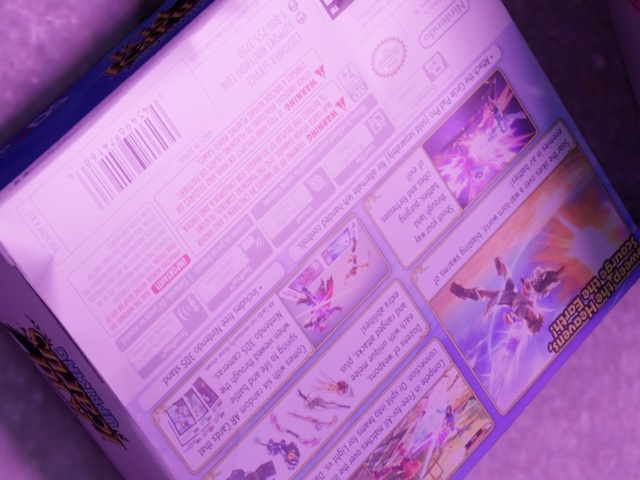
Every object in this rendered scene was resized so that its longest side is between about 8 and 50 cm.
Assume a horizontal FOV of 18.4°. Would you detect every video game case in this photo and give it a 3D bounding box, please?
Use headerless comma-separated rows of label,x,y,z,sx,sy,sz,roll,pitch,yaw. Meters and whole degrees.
video game case,0.000,0.000,0.874,0.269,0.061,0.244,-45,113,-26

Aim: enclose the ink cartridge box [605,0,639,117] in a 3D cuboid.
ink cartridge box,0.247,-0.147,0.929,0.198,0.197,0.270,-21,103,-5
